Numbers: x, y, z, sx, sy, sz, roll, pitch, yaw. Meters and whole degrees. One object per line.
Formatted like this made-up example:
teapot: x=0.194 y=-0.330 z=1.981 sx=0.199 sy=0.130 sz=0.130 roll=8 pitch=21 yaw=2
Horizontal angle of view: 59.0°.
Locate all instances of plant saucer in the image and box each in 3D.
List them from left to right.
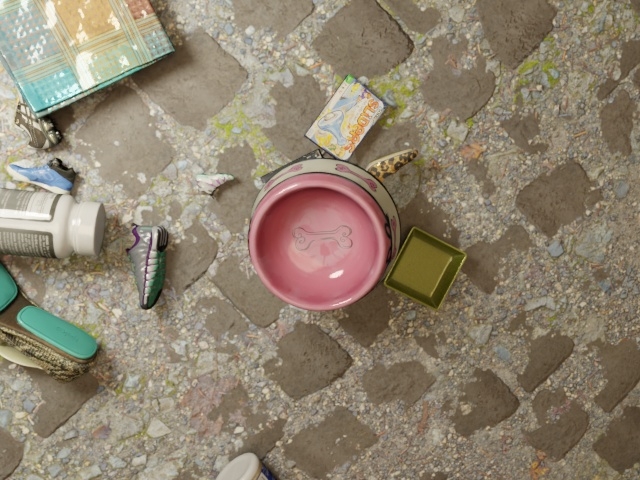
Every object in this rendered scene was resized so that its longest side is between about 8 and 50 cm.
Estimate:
plant saucer: x=0.294 y=0.079 z=1.618 sx=0.189 sy=0.045 sz=0.188 roll=27 pitch=93 yaw=-12

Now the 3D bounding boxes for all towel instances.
towel: x=-0.565 y=-0.484 z=1.312 sx=0.370 sy=0.040 sz=0.271 roll=-28 pitch=109 yaw=-8

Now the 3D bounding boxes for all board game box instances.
board game box: x=0.068 y=-0.324 z=1.525 sx=0.136 sy=0.035 sz=0.201 roll=35 pitch=91 yaw=-13

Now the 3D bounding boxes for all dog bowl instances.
dog bowl: x=0.000 y=0.000 z=1.442 sx=0.409 sy=0.150 sz=0.407 roll=2 pitch=106 yaw=7

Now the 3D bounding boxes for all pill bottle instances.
pill bottle: x=-0.683 y=-0.039 z=1.372 sx=0.284 sy=0.161 sz=0.161 roll=6 pitch=97 yaw=-11
pill bottle: x=-0.166 y=0.741 z=1.580 sx=0.153 sy=0.153 sz=0.264 roll=-36 pitch=102 yaw=-3

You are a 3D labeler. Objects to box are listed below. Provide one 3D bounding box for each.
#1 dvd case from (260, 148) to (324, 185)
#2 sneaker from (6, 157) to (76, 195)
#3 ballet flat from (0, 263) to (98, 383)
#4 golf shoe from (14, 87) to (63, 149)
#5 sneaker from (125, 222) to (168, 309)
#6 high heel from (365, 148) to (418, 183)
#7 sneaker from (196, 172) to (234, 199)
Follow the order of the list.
dvd case: x=-0.029 y=-0.100 z=1.512 sx=0.179 sy=0.029 sz=0.238 roll=-24 pitch=102 yaw=16
sneaker: x=-0.687 y=-0.176 z=1.403 sx=0.152 sy=0.058 sz=0.084 roll=24 pitch=99 yaw=-16
ballet flat: x=-0.787 y=0.195 z=1.405 sx=0.182 sy=0.164 sz=0.483 roll=-41 pitch=105 yaw=19
golf shoe: x=-0.711 y=-0.315 z=1.371 sx=0.094 sy=0.077 sz=0.198 roll=-23 pitch=100 yaw=-6
sneaker: x=-0.464 y=0.066 z=1.481 sx=0.098 sy=0.083 sz=0.223 roll=10 pitch=92 yaw=10
high heel: x=0.171 y=-0.127 z=1.539 sx=0.261 sy=0.093 sz=0.186 roll=-25 pitch=98 yaw=9
sneaker: x=-0.276 y=-0.142 z=1.494 sx=0.098 sy=0.038 sz=0.069 roll=-1 pitch=100 yaw=0
